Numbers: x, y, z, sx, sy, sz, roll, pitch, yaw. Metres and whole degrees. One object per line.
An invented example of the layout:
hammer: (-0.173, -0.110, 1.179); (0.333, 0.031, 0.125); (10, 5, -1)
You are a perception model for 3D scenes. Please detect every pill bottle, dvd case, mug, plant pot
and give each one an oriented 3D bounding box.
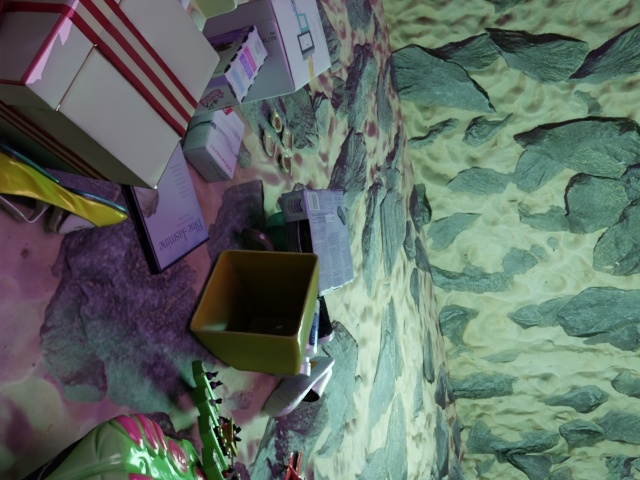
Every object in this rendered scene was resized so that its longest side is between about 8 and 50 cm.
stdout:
pill bottle: (-0.061, 0.230, 1.404); (0.112, 0.112, 0.186); (44, 44, -57)
dvd case: (-0.288, -0.087, 1.071); (0.180, 0.022, 0.253); (-48, 128, -62)
mug: (-0.086, -0.019, 1.440); (0.129, 0.097, 0.157); (-67, 143, -50)
plant pot: (-0.112, 0.161, 1.207); (0.187, 0.212, 0.212); (79, 19, -45)

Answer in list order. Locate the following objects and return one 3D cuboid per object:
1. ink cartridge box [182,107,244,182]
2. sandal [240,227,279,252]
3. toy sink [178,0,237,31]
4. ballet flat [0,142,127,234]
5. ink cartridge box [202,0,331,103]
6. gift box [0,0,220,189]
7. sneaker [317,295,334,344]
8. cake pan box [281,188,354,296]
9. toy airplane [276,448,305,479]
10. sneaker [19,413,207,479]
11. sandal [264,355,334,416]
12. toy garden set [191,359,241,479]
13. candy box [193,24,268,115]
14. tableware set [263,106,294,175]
ink cartridge box: (-0.220, -0.210, 1.219); (0.109, 0.063, 0.150); (54, 37, -51)
sandal: (-0.121, 0.050, 1.358); (0.060, 0.090, 0.219); (-66, 147, -24)
toy sink: (-0.271, -0.360, 0.917); (0.153, 0.234, 0.131); (55, 34, -50)
ballet flat: (-0.370, -0.053, 0.813); (0.231, 0.077, 0.077); (37, 71, -57)
ink cartridge box: (-0.125, -0.447, 1.347); (0.270, 0.198, 0.197); (-56, 135, -57)
gift box: (-0.330, -0.224, 0.729); (0.258, 0.276, 0.255); (52, 50, -58)
sneaker: (-0.019, 0.187, 1.532); (0.217, 0.079, 0.121); (-110, -176, -80)
cake pan box: (0.000, 0.000, 1.425); (0.267, 0.070, 0.245); (-15, 95, -68)
toy airplane: (-0.062, 0.561, 1.410); (0.151, 0.028, 0.151); (-6, 90, -67)
sneaker: (-0.266, 0.378, 0.816); (0.482, 0.202, 0.185); (78, -11, -52)
sandal: (-0.049, 0.366, 1.427); (0.265, 0.102, 0.076); (-37, 119, -55)
toy garden set: (-0.168, 0.360, 1.041); (0.244, 0.049, 0.203); (-117, -167, -55)
candy box: (-0.210, -0.325, 1.144); (0.196, 0.165, 0.070); (-75, 149, -44)
tableware set: (-0.107, -0.263, 1.568); (0.168, 0.020, 0.141); (48, 41, -55)
